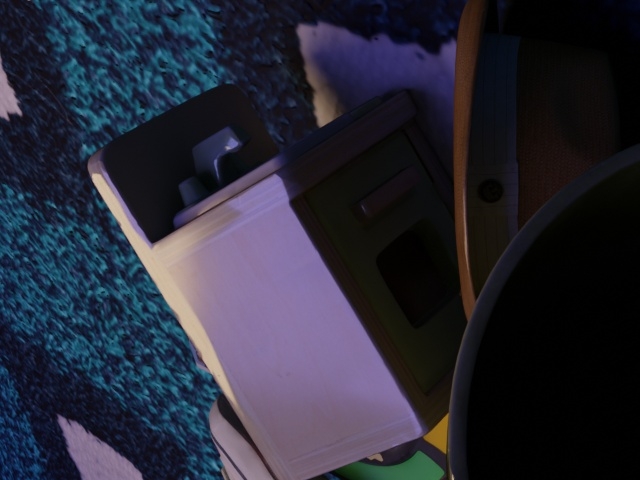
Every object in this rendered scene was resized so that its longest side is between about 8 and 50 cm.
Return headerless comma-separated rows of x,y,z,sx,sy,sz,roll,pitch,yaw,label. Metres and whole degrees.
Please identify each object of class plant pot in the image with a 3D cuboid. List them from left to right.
0.175,0.122,0.693,0.275,0.275,0.293,51,167,10,plant pot

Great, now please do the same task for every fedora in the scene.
0.113,-0.038,0.741,0.079,0.194,0.194,0,128,11,fedora

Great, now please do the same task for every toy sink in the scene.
0.000,0.000,0.877,0.131,0.153,0.234,-28,95,39,toy sink

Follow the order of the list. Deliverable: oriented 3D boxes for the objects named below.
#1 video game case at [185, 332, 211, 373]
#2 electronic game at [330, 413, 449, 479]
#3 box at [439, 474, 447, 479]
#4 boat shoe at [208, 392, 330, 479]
-0.061,0.057,1.190,0.201,0.023,0.183,20,135,46,video game case
0.015,0.094,1.059,0.229,0.048,0.229,27,138,28,electronic game
0.102,0.192,0.925,0.091,0.170,0.130,48,150,12,box
-0.050,0.195,1.177,0.226,0.083,0.075,-133,60,-69,boat shoe
